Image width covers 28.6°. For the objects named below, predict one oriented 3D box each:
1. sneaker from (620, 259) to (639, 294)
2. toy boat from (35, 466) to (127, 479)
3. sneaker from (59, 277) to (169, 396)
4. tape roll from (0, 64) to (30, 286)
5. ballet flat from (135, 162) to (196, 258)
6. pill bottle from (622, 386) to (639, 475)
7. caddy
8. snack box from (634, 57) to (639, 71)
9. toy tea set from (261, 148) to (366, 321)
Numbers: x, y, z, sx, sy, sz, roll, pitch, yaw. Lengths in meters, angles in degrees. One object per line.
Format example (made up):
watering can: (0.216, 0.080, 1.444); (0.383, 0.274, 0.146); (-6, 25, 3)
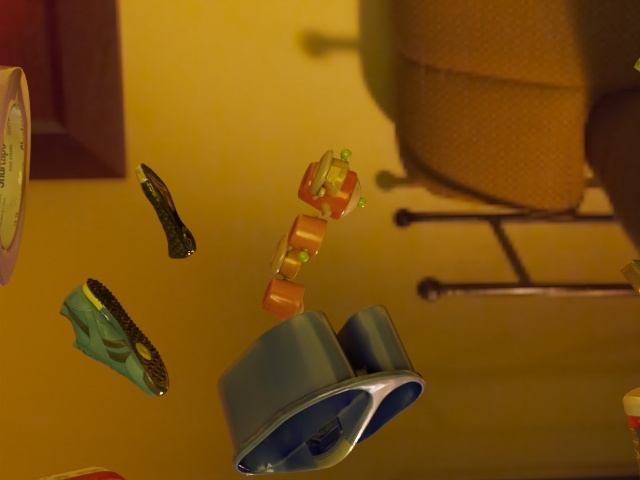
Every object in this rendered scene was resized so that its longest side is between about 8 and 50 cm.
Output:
sneaker: (0.470, 0.077, 1.560); (0.192, 0.086, 0.064); (46, -164, 6)
toy boat: (-0.333, 0.417, 1.787); (0.151, 0.151, 0.231); (-61, -22, 10)
sneaker: (-0.300, 0.155, 1.820); (0.209, 0.082, 0.069); (50, -168, 15)
tape roll: (-0.425, -0.082, 1.559); (0.275, 0.090, 0.274); (-175, 90, -85)
ballet flat: (-0.250, -0.042, 1.969); (0.057, 0.049, 0.173); (-78, -35, -63)
pill bottle: (0.564, 0.363, 1.843); (0.176, 0.176, 0.318); (149, 107, -86)
caddy: (-0.001, 0.236, 1.821); (0.341, 0.241, 0.179); (-47, 55, 46)
snack box: (0.549, -0.257, 1.866); (0.037, 0.141, 0.100); (-50, -10, -26)
toy tea set: (0.000, 0.000, 2.272); (0.200, 0.124, 0.336); (-153, 85, -80)
